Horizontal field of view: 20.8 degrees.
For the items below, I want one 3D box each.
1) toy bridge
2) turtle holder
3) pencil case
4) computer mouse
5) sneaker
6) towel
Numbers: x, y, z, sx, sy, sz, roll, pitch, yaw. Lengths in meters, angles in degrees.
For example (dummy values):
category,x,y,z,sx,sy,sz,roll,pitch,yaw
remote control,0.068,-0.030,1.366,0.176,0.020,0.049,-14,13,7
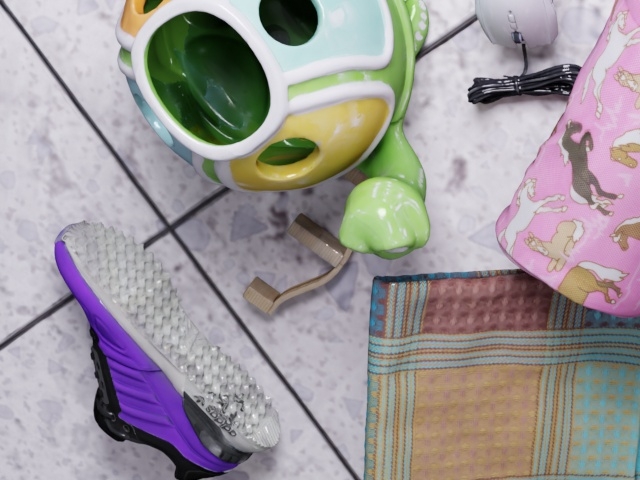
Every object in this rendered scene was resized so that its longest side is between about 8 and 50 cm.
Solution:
category,x,y,z,sx,sy,sz,roll,pitch,yaw
toy bridge,0.000,0.000,1.646,0.063,0.026,0.188,36,117,1
turtle holder,-0.045,-0.131,1.492,0.243,0.227,0.320,-9,105,22
pencil case,0.279,-0.130,1.415,0.167,0.160,0.386,52,128,46
computer mouse,0.163,-0.185,1.468,0.106,0.042,0.193,2,138,18
sneaker,-0.185,0.123,1.715,0.146,0.102,0.293,-37,96,28
towel,0.169,0.201,1.588,0.271,0.040,0.370,-3,111,-13
